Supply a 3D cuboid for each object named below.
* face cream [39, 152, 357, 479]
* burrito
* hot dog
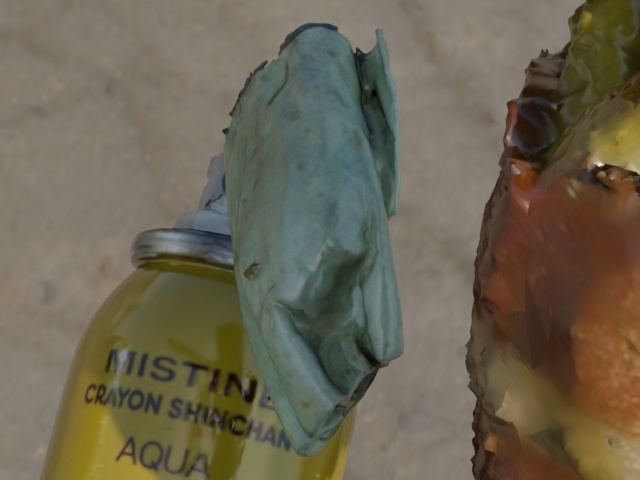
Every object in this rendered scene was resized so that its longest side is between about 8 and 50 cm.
[{"bbox_3d":[-0.058,0.138,0.681,0.105,0.105,0.349,14,77,2],"label":"face cream"},{"bbox_3d":[-0.002,0.001,0.582,0.044,0.074,0.118,12,57,-27],"label":"burrito"},{"bbox_3d":[0.076,0.019,0.424,0.103,0.213,0.146,10,16,-14],"label":"hot dog"}]
